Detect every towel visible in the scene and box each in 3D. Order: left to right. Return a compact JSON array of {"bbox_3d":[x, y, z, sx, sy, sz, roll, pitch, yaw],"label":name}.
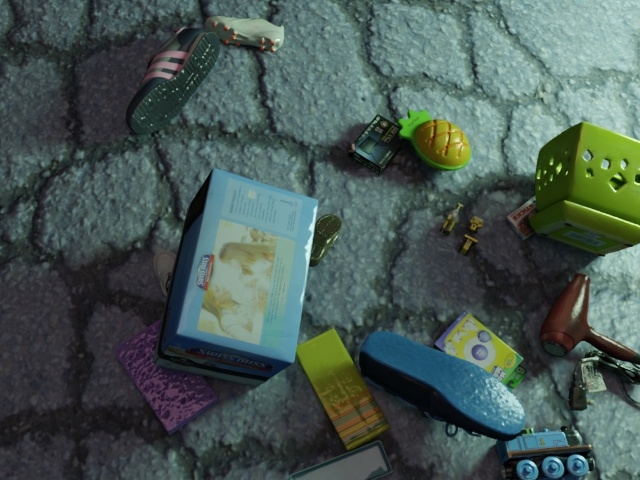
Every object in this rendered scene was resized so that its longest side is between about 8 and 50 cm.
[{"bbox_3d":[0.040,0.299,1.563,0.102,0.021,0.237,-23,67,-18],"label":"towel"}]

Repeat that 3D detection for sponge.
[{"bbox_3d":[-0.313,0.272,1.556,0.117,0.031,0.210,-34,70,-16],"label":"sponge"}]

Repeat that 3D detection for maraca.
[{"bbox_3d":[0.261,-0.231,1.767,0.185,0.099,0.127,39,56,10],"label":"maraca"}]

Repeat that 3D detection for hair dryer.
[{"bbox_3d":[0.562,0.210,1.606,0.223,0.080,0.294,-4,70,-21],"label":"hair dryer"}]

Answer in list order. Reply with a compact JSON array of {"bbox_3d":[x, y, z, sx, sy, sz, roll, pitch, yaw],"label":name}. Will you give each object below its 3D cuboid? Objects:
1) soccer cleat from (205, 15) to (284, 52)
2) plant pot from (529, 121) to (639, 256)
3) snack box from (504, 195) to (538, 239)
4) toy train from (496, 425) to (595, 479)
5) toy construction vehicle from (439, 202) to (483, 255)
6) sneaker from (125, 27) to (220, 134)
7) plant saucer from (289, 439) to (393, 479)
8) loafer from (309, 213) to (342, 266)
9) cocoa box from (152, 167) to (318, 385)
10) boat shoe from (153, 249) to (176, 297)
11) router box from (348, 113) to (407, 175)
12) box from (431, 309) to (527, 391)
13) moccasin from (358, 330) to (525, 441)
[{"bbox_3d":[-0.186,-0.522,1.914,0.196,0.068,0.076,14,60,-3],"label":"soccer cleat"},{"bbox_3d":[0.582,-0.095,1.638,0.228,0.227,0.207,18,79,-3],"label":"plant pot"},{"bbox_3d":[0.504,-0.074,1.747,0.178,0.022,0.064,-34,72,-16],"label":"snack box"},{"bbox_3d":[0.432,0.415,1.489,0.184,0.080,0.105,-5,59,-4],"label":"toy train"},{"bbox_3d":[0.316,-0.027,1.712,0.086,0.035,0.098,32,68,12],"label":"toy construction vehicle"},{"bbox_3d":[-0.374,-0.382,1.831,0.131,0.112,0.319,23,63,27],"label":"sneaker"},{"bbox_3d":[0.040,0.452,1.491,0.192,0.018,0.067,-18,67,-11],"label":"plant saucer"},{"bbox_3d":[0.000,0.000,1.684,0.056,0.050,0.148,30,52,8],"label":"loafer"},{"bbox_3d":[-0.165,0.078,1.510,0.231,0.228,0.347,16,64,-17],"label":"cocoa box"},{"bbox_3d":[-0.307,0.094,1.620,0.066,0.063,0.184,-16,67,-9],"label":"boat shoe"},{"bbox_3d":[0.136,-0.223,1.796,0.092,0.038,0.122,34,68,12],"label":"router box"},{"bbox_3d":[0.330,0.241,1.585,0.179,0.043,0.105,40,71,14],"label":"box"},{"bbox_3d":[0.236,0.291,1.522,0.342,0.117,0.138,30,48,19],"label":"moccasin"}]
